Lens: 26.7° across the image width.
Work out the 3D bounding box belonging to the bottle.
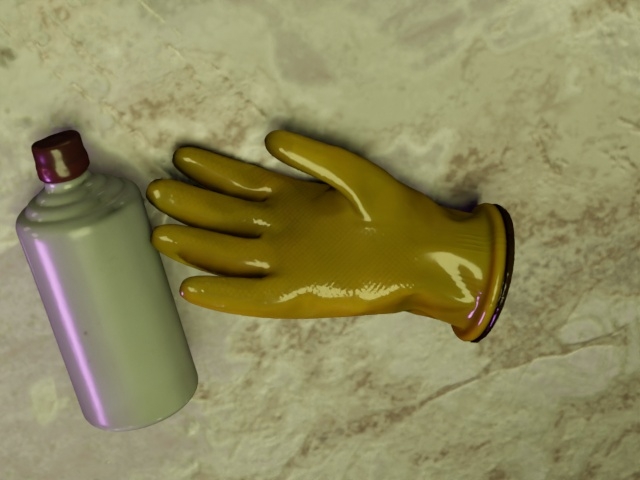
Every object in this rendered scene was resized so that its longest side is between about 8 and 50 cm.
[{"bbox_3d":[-0.179,0.029,1.096,0.104,0.104,0.245,-16,114,-2],"label":"bottle"}]

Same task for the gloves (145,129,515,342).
[{"bbox_3d":[0.000,0.001,1.103,0.294,0.133,0.116,11,144,-14],"label":"gloves"}]
